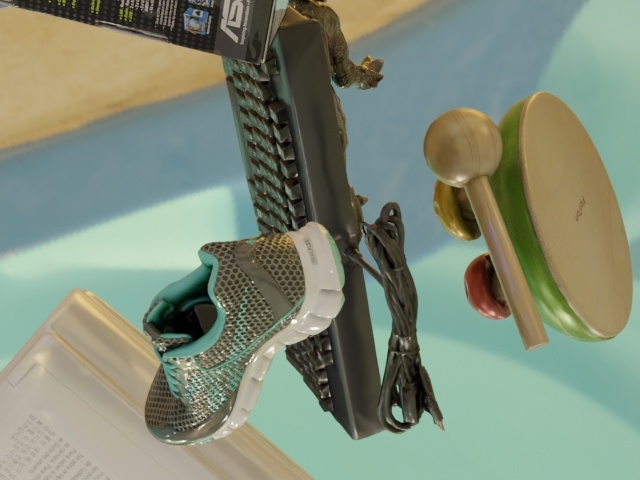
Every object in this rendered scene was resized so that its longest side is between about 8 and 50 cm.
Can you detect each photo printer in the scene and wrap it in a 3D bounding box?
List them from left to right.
[{"bbox_3d":[-0.151,0.220,1.335,0.307,0.107,0.256,40,115,-5],"label":"photo printer"}]

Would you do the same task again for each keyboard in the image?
[{"bbox_3d":[0.000,0.000,1.008,0.033,0.201,0.317,-28,132,-19],"label":"keyboard"}]

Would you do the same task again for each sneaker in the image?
[{"bbox_3d":[-0.058,0.046,0.833,0.076,0.065,0.166,1,142,-35],"label":"sneaker"}]

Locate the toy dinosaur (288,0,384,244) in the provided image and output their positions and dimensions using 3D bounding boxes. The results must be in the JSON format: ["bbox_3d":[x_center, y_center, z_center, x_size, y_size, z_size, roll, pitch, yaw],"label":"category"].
[{"bbox_3d":[-0.023,-0.117,1.280,0.160,0.121,0.313,50,40,-48],"label":"toy dinosaur"}]

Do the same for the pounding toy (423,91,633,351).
[{"bbox_3d":[0.128,-0.003,1.209,0.237,0.110,0.183,-6,79,-62],"label":"pounding toy"}]

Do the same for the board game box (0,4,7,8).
[{"bbox_3d":[-0.241,-0.184,0.956,0.169,0.033,0.133,-12,104,2],"label":"board game box"}]

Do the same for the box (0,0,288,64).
[{"bbox_3d":[-0.104,-0.233,0.799,0.060,0.216,0.270,-71,173,-56],"label":"box"}]
